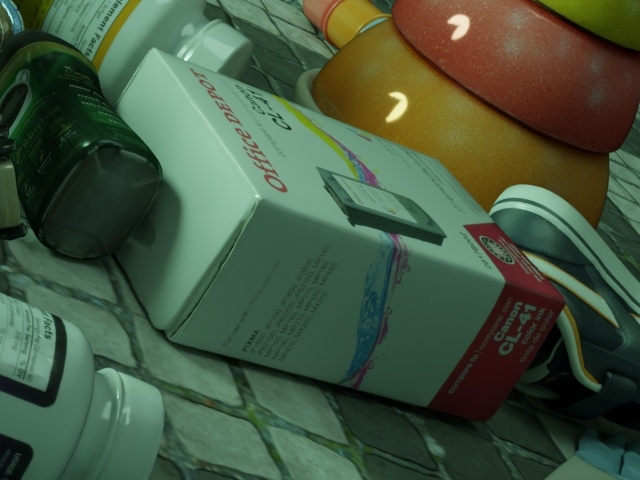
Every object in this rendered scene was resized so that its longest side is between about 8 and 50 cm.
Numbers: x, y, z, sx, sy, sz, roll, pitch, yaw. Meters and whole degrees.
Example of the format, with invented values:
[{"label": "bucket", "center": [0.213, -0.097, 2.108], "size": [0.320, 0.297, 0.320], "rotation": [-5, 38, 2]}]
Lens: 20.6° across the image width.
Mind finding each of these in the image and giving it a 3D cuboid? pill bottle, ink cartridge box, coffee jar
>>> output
[{"label": "pill bottle", "center": [-0.185, -0.197, 1.515], "size": [0.246, 0.136, 0.136], "rotation": [35, 18, 6]}, {"label": "pill bottle", "center": [-0.180, 0.075, 0.871], "size": [0.193, 0.108, 0.108], "rotation": [25, 20, -23]}, {"label": "ink cartridge box", "center": [0.000, 0.000, 1.328], "size": [0.306, 0.131, 0.226], "rotation": [20, 22, -38]}, {"label": "coffee jar", "center": [-0.186, -0.073, 1.261], "size": [0.079, 0.096, 0.184], "rotation": [21, 22, -40]}]

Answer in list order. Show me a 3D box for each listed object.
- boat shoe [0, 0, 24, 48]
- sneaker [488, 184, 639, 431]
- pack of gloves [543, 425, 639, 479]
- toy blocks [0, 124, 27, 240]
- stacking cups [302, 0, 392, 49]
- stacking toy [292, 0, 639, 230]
[{"label": "boat shoe", "center": [-0.315, -0.190, 1.414], "size": [0.183, 0.066, 0.066], "rotation": [31, 20, 29]}, {"label": "sneaker", "center": [0.242, 0.104, 1.483], "size": [0.321, 0.126, 0.127], "rotation": [40, 60, -9]}, {"label": "pack of gloves", "center": [0.276, 0.222, 1.383], "size": [0.195, 0.046, 0.232], "rotation": [25, 13, 13]}, {"label": "toy blocks", "center": [-0.350, -0.164, 1.116], "size": [0.260, 0.309, 0.288], "rotation": [-10, 21, -16]}, {"label": "stacking cups", "center": [0.089, -0.219, 2.104], "size": [0.096, 0.096, 0.316], "rotation": [16, 23, -41]}, {"label": "stacking toy", "center": [0.227, -0.224, 1.713], "size": [0.351, 0.480, 0.350], "rotation": [30, 18, -11]}]
